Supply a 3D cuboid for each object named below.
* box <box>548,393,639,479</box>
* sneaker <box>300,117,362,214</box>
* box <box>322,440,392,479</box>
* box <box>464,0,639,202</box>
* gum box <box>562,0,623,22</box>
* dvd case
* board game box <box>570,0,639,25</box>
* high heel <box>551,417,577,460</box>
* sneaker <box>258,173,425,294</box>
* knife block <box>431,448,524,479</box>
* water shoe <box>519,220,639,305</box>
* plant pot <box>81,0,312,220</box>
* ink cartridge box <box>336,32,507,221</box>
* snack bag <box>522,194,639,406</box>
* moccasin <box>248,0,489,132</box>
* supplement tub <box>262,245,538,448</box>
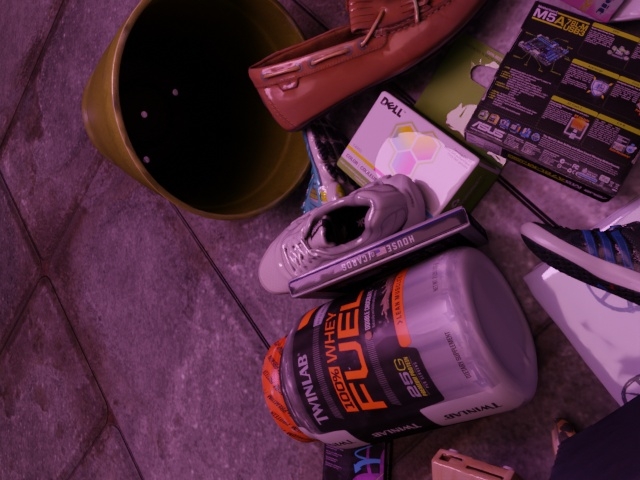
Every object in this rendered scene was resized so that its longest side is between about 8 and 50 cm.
[{"bbox_3d":[0.490,0.237,0.315,0.472,0.297,0.480,-45,67,19],"label":"box"},{"bbox_3d":[0.007,-0.077,0.859,0.110,0.107,0.275,-26,68,39],"label":"sneaker"},{"bbox_3d":[0.057,0.349,0.849,0.116,0.029,0.162,2,87,37],"label":"box"},{"bbox_3d":[0.300,-0.168,0.635,0.191,0.045,0.184,28,89,17],"label":"box"},{"bbox_3d":[0.274,-0.344,0.634,0.062,0.107,0.188,-59,34,36],"label":"gum box"},{"bbox_3d":[0.098,0.027,0.713,0.239,0.179,0.029,-23,74,20],"label":"dvd case"},{"bbox_3d":[0.467,-0.411,0.491,0.390,0.050,0.390,24,103,58],"label":"board game box"},{"bbox_3d":[0.385,0.317,0.597,0.186,0.093,0.261,-19,62,12],"label":"high heel"},{"bbox_3d":[0.000,0.000,0.738,0.292,0.118,0.110,-33,81,36],"label":"sneaker"},{"bbox_3d":[0.190,0.404,0.624,0.088,0.275,0.242,3,60,36],"label":"knife block"},{"bbox_3d":[0.335,0.014,0.607,0.203,0.073,0.080,30,84,31],"label":"water shoe"},{"bbox_3d":[-0.247,-0.235,0.937,0.353,0.366,0.366,11,94,48],"label":"plant pot"},{"bbox_3d":[0.171,-0.156,0.751,0.189,0.097,0.255,45,114,29],"label":"ink cartridge box"},{"bbox_3d":[0.451,0.085,0.568,0.323,0.037,0.342,-43,64,27],"label":"snack bag"},{"bbox_3d":[0.070,-0.308,0.768,0.380,0.147,0.139,-23,30,22],"label":"moccasin"},{"bbox_3d":[0.094,0.159,0.722,0.338,0.207,0.207,-29,71,32],"label":"supplement tub"}]
